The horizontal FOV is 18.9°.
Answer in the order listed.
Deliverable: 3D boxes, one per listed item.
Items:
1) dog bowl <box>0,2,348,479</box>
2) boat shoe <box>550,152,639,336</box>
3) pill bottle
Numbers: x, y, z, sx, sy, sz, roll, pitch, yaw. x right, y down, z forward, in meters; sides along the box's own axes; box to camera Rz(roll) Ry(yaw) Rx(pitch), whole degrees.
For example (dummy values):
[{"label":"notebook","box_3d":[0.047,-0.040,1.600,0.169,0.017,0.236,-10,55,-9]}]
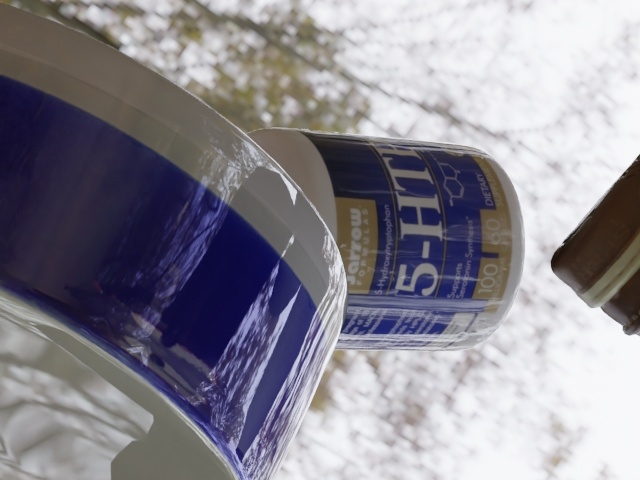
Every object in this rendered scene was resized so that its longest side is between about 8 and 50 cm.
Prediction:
[{"label":"dog bowl","box_3d":[-0.129,0.022,0.770,0.265,0.265,0.104,-14,-135,50]},{"label":"boat shoe","box_3d":[0.198,-0.035,0.845,0.257,0.095,0.095,-46,174,-35]},{"label":"pill bottle","box_3d":[0.000,0.000,0.974,0.112,0.187,0.112,-6,-97,56]}]
